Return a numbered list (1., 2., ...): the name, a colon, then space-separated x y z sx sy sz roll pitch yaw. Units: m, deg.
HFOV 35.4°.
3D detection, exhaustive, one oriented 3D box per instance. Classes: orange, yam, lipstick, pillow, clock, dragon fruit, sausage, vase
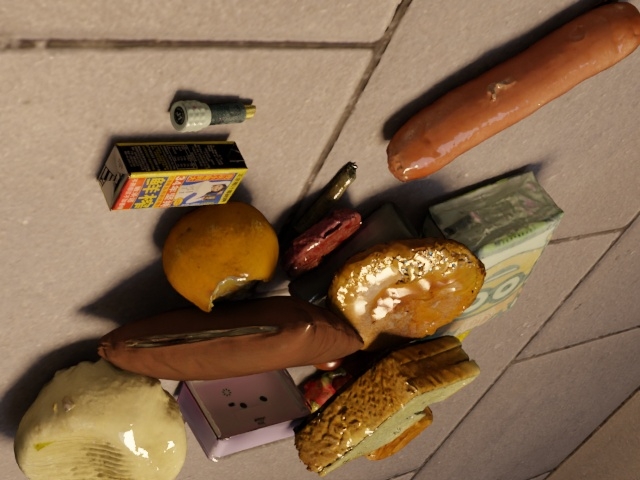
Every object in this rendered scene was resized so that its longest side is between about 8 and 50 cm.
1. orange: -0.130 0.022 1.327 0.156 0.134 0.156 -13 137 -12
2. yam: 0.009 -0.059 1.448 0.033 0.027 0.129 6 132 -51
3. lipstick: -0.120 -0.147 1.176 0.116 0.037 0.037 -9 143 -43
4. pillow: -0.113 0.144 1.443 0.308 0.108 0.305 -8 169 16
5. clock: -0.131 0.281 1.708 0.193 0.145 0.073 -8 138 -37
6. dragon fruit: 0.028 0.324 1.930 0.172 0.160 0.166 -27 -167 -3
7. sausage: 0.271 -0.213 1.413 0.419 0.094 0.094 -31 137 -4
8. vase: 0.048 0.032 1.579 0.214 0.086 0.086 -35 152 13

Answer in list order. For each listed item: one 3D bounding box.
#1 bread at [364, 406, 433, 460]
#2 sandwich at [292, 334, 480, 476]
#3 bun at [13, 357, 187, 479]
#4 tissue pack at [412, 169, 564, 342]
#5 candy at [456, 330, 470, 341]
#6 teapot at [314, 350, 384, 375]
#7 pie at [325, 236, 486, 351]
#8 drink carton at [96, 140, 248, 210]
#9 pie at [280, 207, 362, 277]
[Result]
1. bread: 0.128 0.356 2.079 0.143 0.158 0.149 10 126 -50
2. sandwich: 0.113 0.270 1.684 0.249 0.095 0.273 -7 149 -52
3. bun: -0.314 0.276 1.483 0.259 0.160 0.259 5 132 6
4. tissue pack: 0.266 0.041 1.762 0.228 0.128 0.311 -20 150 -24
5. candy: 0.237 0.176 1.979 0.106 0.094 0.199 -21 156 -24
6. teapot: 0.063 0.155 1.723 0.252 0.135 0.178 -28 121 -43
7. pie: 0.135 0.083 1.567 0.273 0.069 0.273 -15 141 -13
8. drink carton: -0.176 -0.080 1.201 0.165 0.056 0.071 -6 150 -40
9. pie: 0.000 0.000 1.478 0.153 0.038 0.153 -37 170 -8
